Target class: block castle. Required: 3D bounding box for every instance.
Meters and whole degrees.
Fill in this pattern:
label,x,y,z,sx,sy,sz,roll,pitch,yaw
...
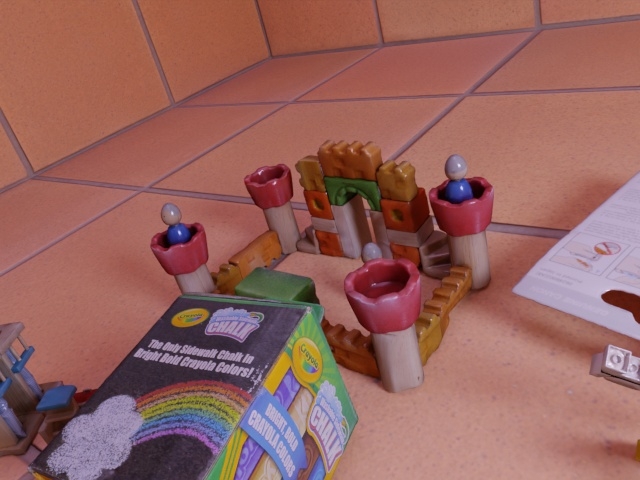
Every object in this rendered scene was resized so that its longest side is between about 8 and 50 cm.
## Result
label,x,y,z,sx,sy,sz,roll,pitch,yaw
block castle,0.000,0.000,0.803,0.453,0.213,0.303,10,37,39

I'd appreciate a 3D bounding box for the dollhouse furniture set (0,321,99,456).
label,x,y,z,sx,sy,sz,roll,pitch,yaw
dollhouse furniture set,-0.375,0.189,0.740,0.183,0.130,0.129,-12,29,8

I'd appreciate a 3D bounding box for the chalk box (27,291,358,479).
label,x,y,z,sx,sy,sz,roll,pitch,yaw
chalk box,-0.087,0.174,0.552,0.180,0.179,0.289,3,38,32

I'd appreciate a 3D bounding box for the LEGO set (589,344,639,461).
label,x,y,z,sx,sy,sz,roll,pitch,yaw
LEGO set,0.332,0.170,0.470,0.227,0.093,0.087,18,73,6

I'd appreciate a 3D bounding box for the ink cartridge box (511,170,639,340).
label,x,y,z,sx,sy,sz,roll,pitch,yaw
ink cartridge box,0.471,0.033,0.651,0.384,0.091,0.308,-34,34,-25
